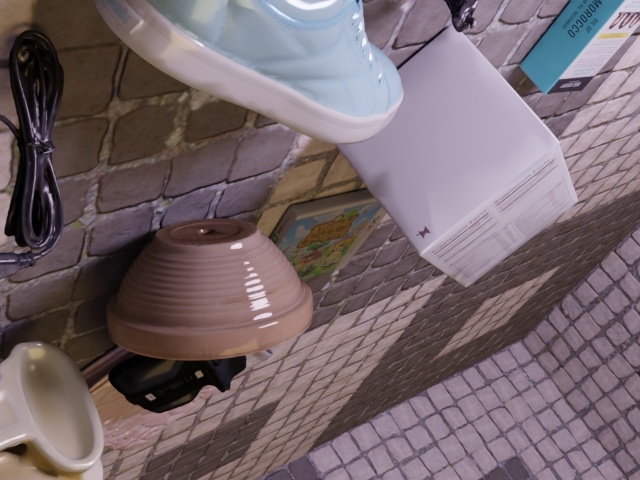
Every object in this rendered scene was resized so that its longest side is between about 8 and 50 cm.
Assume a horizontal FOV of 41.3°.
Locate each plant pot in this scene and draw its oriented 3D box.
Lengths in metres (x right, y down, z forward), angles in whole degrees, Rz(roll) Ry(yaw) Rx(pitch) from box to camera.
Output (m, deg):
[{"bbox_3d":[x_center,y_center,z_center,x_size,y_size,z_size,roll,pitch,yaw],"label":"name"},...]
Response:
[{"bbox_3d":[-0.127,0.041,0.967,0.237,0.237,0.109,-16,110,-40],"label":"plant pot"}]

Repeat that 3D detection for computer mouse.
[{"bbox_3d":[-0.291,-0.051,0.571,0.060,0.184,0.262,6,-168,36],"label":"computer mouse"}]

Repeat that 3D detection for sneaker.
[{"bbox_3d":[-0.003,-0.182,0.711,0.150,0.135,0.366,-41,159,25],"label":"sneaker"}]

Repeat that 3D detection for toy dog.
[{"bbox_3d":[-0.395,0.368,0.969,0.284,0.395,0.408,-30,164,-49],"label":"toy dog"}]

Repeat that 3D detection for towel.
[{"bbox_3d":[-0.247,0.219,1.315,0.317,0.053,0.332,-35,158,0],"label":"towel"}]

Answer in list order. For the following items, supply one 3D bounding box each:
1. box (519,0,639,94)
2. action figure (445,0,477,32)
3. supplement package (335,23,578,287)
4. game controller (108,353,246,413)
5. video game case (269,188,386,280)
[{"bbox_3d":[0.377,-0.302,1.113,0.100,0.060,0.244,-13,150,-42],"label":"box"},{"bbox_3d":[0.222,-0.310,0.771,0.276,0.141,0.164,-25,160,19],"label":"action figure"},{"bbox_3d":[0.176,-0.092,1.070,0.198,0.199,0.263,-39,158,10],"label":"supplement package"},{"bbox_3d":[-0.179,0.169,1.122,0.166,0.067,0.319,-16,164,-8],"label":"game controller"},{"bbox_3d":[0.000,0.000,1.249,0.212,0.023,0.193,-15,151,-41],"label":"video game case"}]
